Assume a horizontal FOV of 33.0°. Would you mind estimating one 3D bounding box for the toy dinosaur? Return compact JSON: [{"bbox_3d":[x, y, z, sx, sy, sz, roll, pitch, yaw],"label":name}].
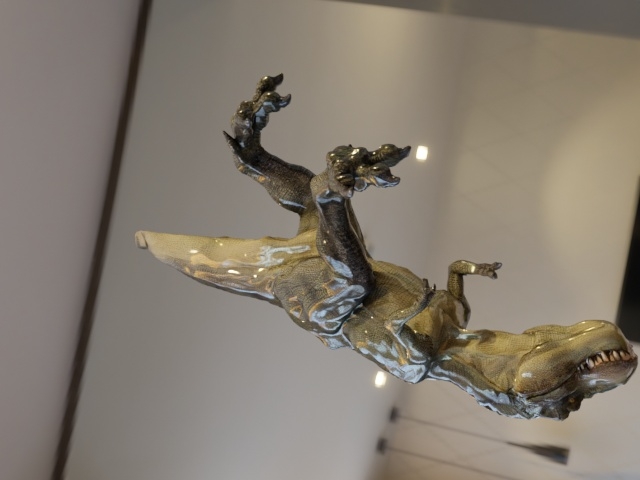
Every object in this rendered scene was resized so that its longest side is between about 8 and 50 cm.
[{"bbox_3d":[0.000,0.000,0.465,0.064,0.268,0.118,-42,-42,-38],"label":"toy dinosaur"}]
